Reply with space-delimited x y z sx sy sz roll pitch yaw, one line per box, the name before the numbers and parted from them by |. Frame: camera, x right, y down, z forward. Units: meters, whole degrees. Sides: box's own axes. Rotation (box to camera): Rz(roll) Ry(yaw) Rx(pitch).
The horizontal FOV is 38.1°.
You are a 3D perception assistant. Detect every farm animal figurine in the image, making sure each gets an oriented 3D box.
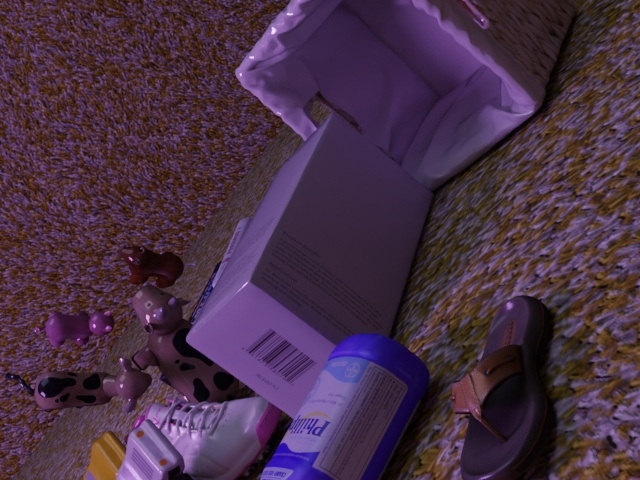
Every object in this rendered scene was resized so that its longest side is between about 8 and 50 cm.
farm animal figurine | -0.253 0.166 1.422 0.172 0.327 0.330 -29 28 59

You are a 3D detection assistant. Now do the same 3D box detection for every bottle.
bottle | 0.000 0.224 0.884 0.283 0.092 0.118 -58 15 -23

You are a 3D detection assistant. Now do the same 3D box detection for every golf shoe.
golf shoe | -0.167 0.267 1.265 0.306 0.140 0.115 -37 18 46

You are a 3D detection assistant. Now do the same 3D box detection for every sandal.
sandal | 0.143 0.113 0.756 0.090 0.060 0.219 -42 16 39

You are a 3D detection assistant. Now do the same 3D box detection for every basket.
basket | 0.124 -0.281 1.304 0.331 0.328 0.266 -37 17 51

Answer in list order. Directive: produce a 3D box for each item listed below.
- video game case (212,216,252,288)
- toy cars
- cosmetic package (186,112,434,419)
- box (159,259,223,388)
video game case | -0.076 0.091 1.297 0.023 0.201 0.183 -21 23 18
toy cars | -0.263 0.349 1.262 0.087 0.176 0.393 -28 -1 -30
cosmetic package | 0.002 0.025 1.195 0.155 0.197 0.365 -43 14 38
box | -0.172 0.129 1.775 0.293 0.073 0.295 -36 24 54
